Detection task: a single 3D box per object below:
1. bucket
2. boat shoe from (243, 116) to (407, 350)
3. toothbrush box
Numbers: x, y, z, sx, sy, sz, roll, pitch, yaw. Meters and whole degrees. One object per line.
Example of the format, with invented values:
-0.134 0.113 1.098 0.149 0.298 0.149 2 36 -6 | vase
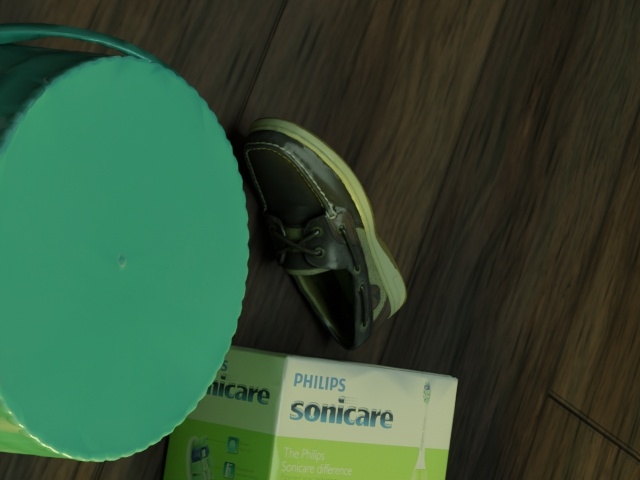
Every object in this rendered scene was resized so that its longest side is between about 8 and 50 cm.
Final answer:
-0.185 0.003 1.012 0.281 0.183 0.281 -11 104 -54 | bucket
-0.001 0.000 1.307 0.073 0.080 0.223 -60 136 -31 | boat shoe
-0.016 0.230 1.282 0.206 0.122 0.283 11 86 -46 | toothbrush box
